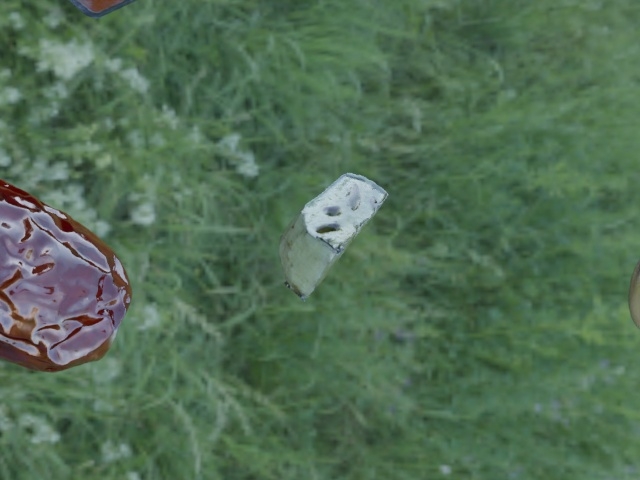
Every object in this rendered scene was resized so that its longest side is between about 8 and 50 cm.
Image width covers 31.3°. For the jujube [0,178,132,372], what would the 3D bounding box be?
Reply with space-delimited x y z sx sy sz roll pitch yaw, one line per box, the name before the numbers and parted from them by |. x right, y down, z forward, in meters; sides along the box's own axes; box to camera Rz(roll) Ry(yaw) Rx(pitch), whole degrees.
jujube | -0.329 0.038 1.236 0.250 0.174 0.174 30 51 -13

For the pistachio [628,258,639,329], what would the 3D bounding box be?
pistachio | 0.518 0.038 1.440 0.181 0.293 0.162 62 -10 1

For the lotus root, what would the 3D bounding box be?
lotus root | -0.004 -0.002 1.336 0.144 0.070 0.143 -54 176 36

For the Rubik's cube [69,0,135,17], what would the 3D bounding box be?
Rubik's cube | -0.276 -0.538 1.502 0.318 0.316 0.313 34 44 -51
